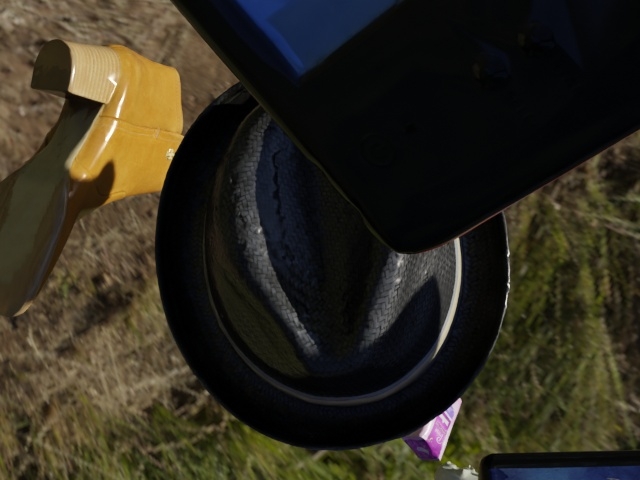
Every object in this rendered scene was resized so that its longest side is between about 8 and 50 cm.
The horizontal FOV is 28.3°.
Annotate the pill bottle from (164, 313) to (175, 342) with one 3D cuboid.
[{"bbox_3d":[-0.029,0.033,1.745,0.362,0.210,0.210,-4,108,1],"label":"pill bottle"}]

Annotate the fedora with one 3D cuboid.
[{"bbox_3d":[0.000,0.000,1.017,0.334,0.152,0.334,-1,81,7],"label":"fedora"}]

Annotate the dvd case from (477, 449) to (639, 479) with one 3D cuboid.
[{"bbox_3d":[0.176,0.131,0.351,0.253,0.180,0.022,-2,131,3],"label":"dvd case"}]

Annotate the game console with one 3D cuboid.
[{"bbox_3d":[0.030,-0.204,0.509,0.342,0.060,0.386,-34,102,34],"label":"game console"}]

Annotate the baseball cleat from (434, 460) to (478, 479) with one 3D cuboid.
[{"bbox_3d":[0.256,0.398,1.856,0.072,0.205,0.110,9,97,-57],"label":"baseball cleat"}]

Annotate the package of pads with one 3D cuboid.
[{"bbox_3d":[0.122,0.192,1.376,0.050,0.032,0.083,52,50,-36],"label":"package of pads"}]

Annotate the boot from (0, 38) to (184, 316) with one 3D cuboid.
[{"bbox_3d":[-0.234,-0.058,1.332,0.211,0.104,0.295,12,93,-60],"label":"boot"}]
